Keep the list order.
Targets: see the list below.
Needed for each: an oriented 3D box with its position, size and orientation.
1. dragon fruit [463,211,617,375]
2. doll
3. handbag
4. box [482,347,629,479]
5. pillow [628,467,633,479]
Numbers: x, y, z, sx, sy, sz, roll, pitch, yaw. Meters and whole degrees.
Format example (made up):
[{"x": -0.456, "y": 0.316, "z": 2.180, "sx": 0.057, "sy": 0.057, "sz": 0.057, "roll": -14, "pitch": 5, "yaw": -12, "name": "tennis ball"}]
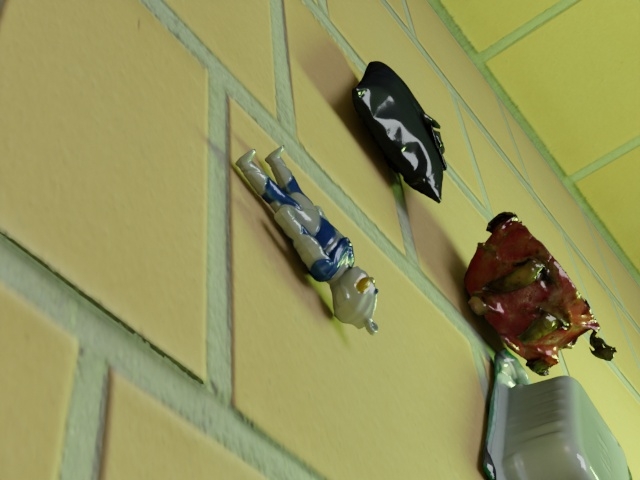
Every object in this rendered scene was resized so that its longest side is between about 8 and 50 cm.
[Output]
[{"x": 0.311, "y": 0.095, "z": 1.533, "sx": 0.282, "sy": 0.147, "sz": 0.211, "roll": 58, "pitch": 4, "yaw": 19, "name": "dragon fruit"}, {"x": 0.000, "y": 0.000, "z": 1.057, "sx": 0.227, "sy": 0.057, "sz": 0.114, "roll": 59, "pitch": 16, "yaw": 5, "name": "doll"}, {"x": 0.127, "y": -0.173, "z": 1.559, "sx": 0.211, "sy": 0.088, "sz": 0.254, "roll": 53, "pitch": 17, "yaw": -10, "name": "handbag"}, {"x": 0.331, "y": 0.299, "z": 1.335, "sx": 0.264, "sy": 0.106, "sz": 0.337, "roll": 55, "pitch": 20, "yaw": -9, "name": "box"}, {"x": 0.421, "y": 0.423, "z": 1.413, "sx": 0.241, "sy": 0.051, "sz": 0.093, "roll": -75, "pitch": 163, "yaw": -52, "name": "pillow"}]
